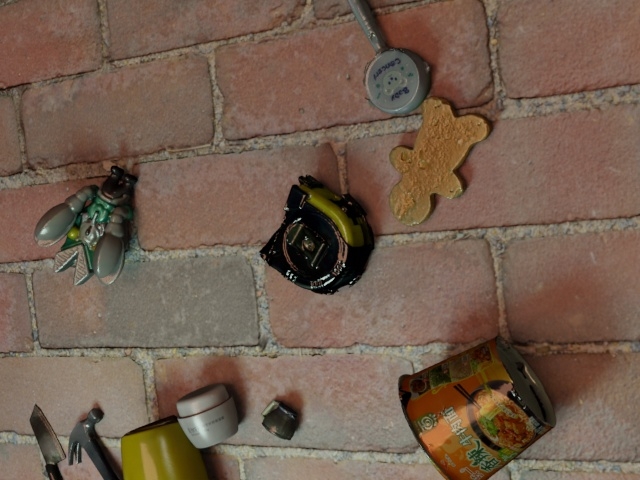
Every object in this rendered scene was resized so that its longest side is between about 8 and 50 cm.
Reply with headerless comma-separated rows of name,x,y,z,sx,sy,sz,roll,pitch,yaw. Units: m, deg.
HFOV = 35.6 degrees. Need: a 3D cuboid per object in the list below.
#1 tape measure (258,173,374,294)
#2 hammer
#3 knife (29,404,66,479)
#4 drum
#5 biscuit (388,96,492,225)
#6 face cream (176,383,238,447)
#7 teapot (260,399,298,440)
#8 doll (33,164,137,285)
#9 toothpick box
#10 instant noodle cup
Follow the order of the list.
tape measure,0.000,0.000,1.828,0.186,0.112,0.199,33,111,21
hammer,-0.458,0.519,2.162,0.137,0.037,0.289,-48,65,26
knife,-0.612,0.481,2.272,0.060,0.028,0.230,-28,77,16
drum,0.122,-0.347,1.761,0.130,0.049,0.253,-13,88,30
biscuit,0.194,-0.133,1.749,0.153,0.030,0.234,32,109,25
face cream,-0.223,0.347,1.981,0.117,0.117,0.104,-18,94,30
teapot,-0.080,0.345,1.936,0.088,0.066,0.057,30,89,48
doll,-0.492,-0.032,2.082,0.195,0.153,0.258,5,92,16
toothpick box,-0.309,0.496,2.012,0.175,0.175,0.271,-19,81,30
instant noodle cup,0.265,0.277,1.646,0.182,0.230,0.230,-35,77,18
